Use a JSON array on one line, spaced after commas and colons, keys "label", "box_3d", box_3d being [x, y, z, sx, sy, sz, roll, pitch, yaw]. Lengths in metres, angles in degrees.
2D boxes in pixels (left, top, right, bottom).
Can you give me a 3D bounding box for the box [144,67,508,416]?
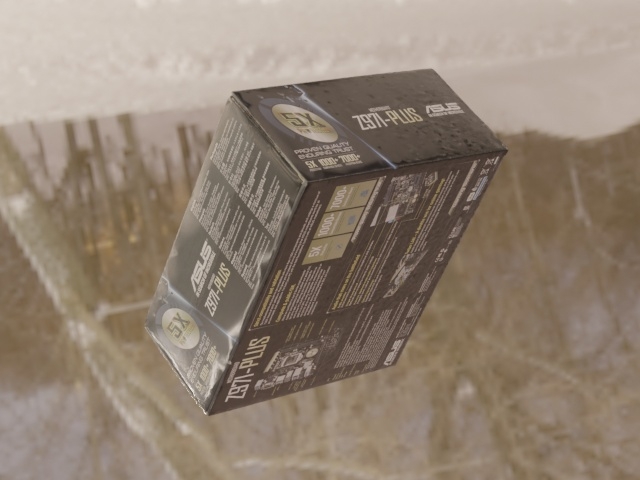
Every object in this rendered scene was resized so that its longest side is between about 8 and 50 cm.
[{"label": "box", "box_3d": [0.000, 0.000, 0.871, 0.147, 0.077, 0.180, -12, 140, -37]}]
